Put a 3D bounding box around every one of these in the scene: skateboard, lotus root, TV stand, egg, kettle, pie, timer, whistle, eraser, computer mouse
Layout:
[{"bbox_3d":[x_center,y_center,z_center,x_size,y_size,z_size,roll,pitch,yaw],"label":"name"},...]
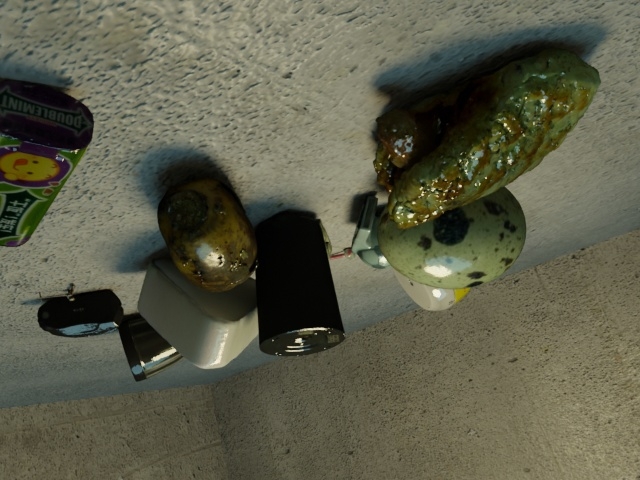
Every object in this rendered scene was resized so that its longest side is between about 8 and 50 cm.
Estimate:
[{"bbox_3d":[-0.679,0.136,1.542,0.083,0.032,0.064,-7,151,-32],"label":"skateboard"},{"bbox_3d":[-0.226,0.000,1.226,0.179,0.196,0.397,-10,165,0],"label":"lotus root"},{"bbox_3d":[0.000,0.000,1.664,0.036,0.042,0.249,4,163,9],"label":"TV stand"},{"bbox_3d":[0.316,-0.024,1.439,0.379,0.288,0.287,-4,160,-33],"label":"egg"},{"bbox_3d":[-0.049,0.118,1.486,0.203,0.308,0.262,-20,151,21],"label":"kettle"},{"bbox_3d":[0.310,-0.179,1.148,0.418,0.180,0.395,-21,162,-4],"label":"pie"},{"bbox_3d":[0.379,0.055,1.833,0.285,0.285,0.285,-14,163,-4],"label":"timer"},{"bbox_3d":[0.165,-0.009,1.586,0.163,0.164,0.290,-13,163,-6],"label":"whistle"},{"bbox_3d":[-0.522,0.342,2.035,0.271,0.207,0.251,-19,157,-15],"label":"kettle"},{"bbox_3d":[-0.309,0.163,1.503,0.331,0.331,0.150,5,113,-48],"label":"eraser"},{"bbox_3d":[-0.650,0.205,1.627,0.217,0.122,0.073,-6,149,-19],"label":"computer mouse"}]

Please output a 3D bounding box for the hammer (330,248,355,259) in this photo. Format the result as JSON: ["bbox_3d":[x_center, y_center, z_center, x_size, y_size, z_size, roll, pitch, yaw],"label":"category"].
[{"bbox_3d":[0.067,0.049,1.893,0.083,0.031,0.052,-13,160,13],"label":"hammer"}]

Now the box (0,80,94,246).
[{"bbox_3d":[-0.458,-0.097,0.890,0.134,0.097,0.345,9,152,-35],"label":"box"}]
